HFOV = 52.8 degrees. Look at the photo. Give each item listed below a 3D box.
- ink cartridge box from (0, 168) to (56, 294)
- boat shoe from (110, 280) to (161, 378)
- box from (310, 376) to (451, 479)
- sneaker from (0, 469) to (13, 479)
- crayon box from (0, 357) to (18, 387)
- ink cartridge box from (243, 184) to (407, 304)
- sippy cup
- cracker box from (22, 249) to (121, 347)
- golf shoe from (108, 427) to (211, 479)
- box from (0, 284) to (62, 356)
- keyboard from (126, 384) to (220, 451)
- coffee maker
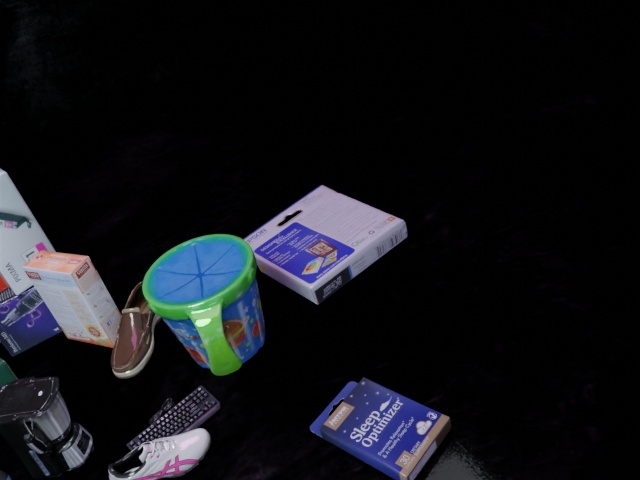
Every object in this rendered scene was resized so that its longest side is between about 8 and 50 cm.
[{"bbox_3d":[-0.744,0.012,1.425,0.239,0.275,0.060,-39,42,-27],"label":"ink cartridge box"},{"bbox_3d":[-0.429,0.194,1.471,0.095,0.095,0.257,-10,36,8],"label":"boat shoe"},{"bbox_3d":[0.098,0.324,1.139,0.225,0.036,0.136,16,46,39],"label":"box"},{"bbox_3d":[-0.531,0.483,1.081,0.340,0.140,0.125,16,44,35],"label":"sneaker"},{"bbox_3d":[-0.902,0.348,1.439,0.363,0.106,0.313,15,46,36],"label":"crayon box"},{"bbox_3d":[0.000,0.000,1.596,0.303,0.072,0.307,-36,38,-24],"label":"ink cartridge box"},{"bbox_3d":[-0.221,0.142,1.350,0.240,0.224,0.305,3,40,24],"label":"sippy cup"},{"bbox_3d":[-0.559,0.135,1.484,0.155,0.232,0.067,6,41,27],"label":"cracker box"},{"bbox_3d":[-0.285,0.389,1.154,0.186,0.086,0.067,-27,47,-16],"label":"golf shoe"},{"bbox_3d":[-0.702,0.158,1.581,0.207,0.153,0.108,-30,38,-17],"label":"box"},{"bbox_3d":[-0.294,0.353,1.265,0.180,0.023,0.108,-36,40,-27],"label":"keyboard"},{"bbox_3d":[-0.543,0.353,1.227,0.171,0.178,0.120,5,38,24],"label":"coffee maker"}]
